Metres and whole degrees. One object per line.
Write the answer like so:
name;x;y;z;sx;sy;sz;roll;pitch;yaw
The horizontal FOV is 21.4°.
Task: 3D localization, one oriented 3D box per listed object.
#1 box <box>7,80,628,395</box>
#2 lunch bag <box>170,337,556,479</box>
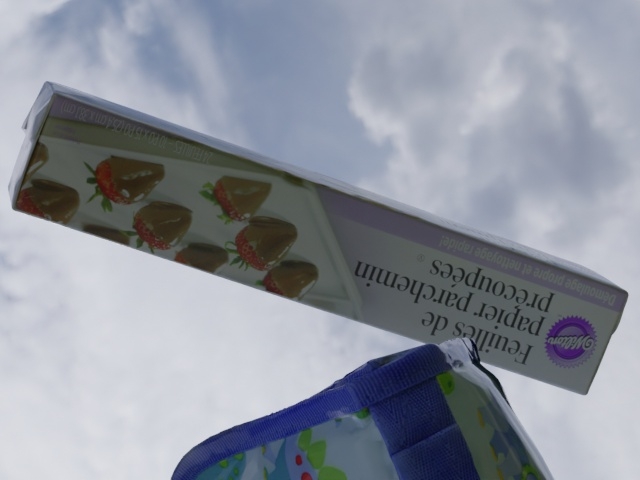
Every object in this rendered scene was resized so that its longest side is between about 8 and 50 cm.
box;0.000;0.000;0.881;0.324;0.067;0.063;19;-82;-15
lunch bag;0.028;0.093;0.400;0.096;0.151;0.128;-23;-96;-12
